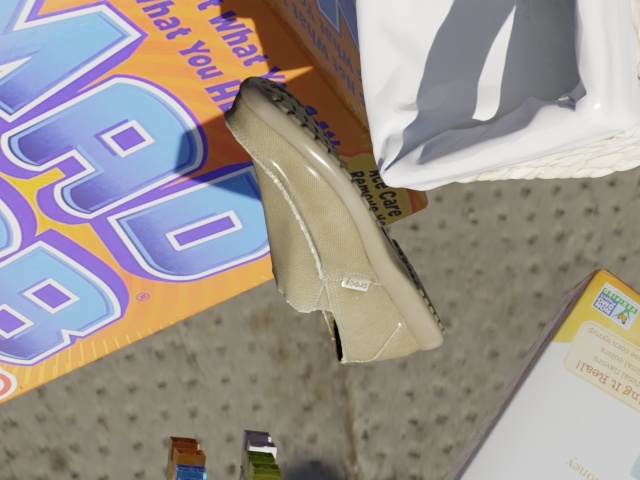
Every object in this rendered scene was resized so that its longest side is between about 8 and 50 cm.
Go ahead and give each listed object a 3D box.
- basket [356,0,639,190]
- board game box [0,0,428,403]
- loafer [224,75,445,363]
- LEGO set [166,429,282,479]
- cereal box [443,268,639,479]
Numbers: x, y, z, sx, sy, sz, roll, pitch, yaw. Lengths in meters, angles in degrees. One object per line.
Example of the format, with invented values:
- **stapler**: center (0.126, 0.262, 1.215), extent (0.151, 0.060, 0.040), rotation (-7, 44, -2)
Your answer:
- **basket**: center (0.083, -0.106, 0.594), extent (0.103, 0.113, 0.167), rotation (0, 80, -36)
- **board game box**: center (-0.197, -0.170, 1.046), extent (0.356, 0.356, 0.356), rotation (-24, 51, 15)
- **loafer**: center (0.000, 0.000, 0.684), extent (0.050, 0.148, 0.056), rotation (-33, 31, 3)
- **LEGO set**: center (-0.067, 0.188, 1.126), extent (0.087, 0.227, 0.093), rotation (7, 94, -8)
- **cereal box**: center (0.111, 0.154, 0.669), extent (0.173, 0.047, 0.240), rotation (36, 67, 0)
